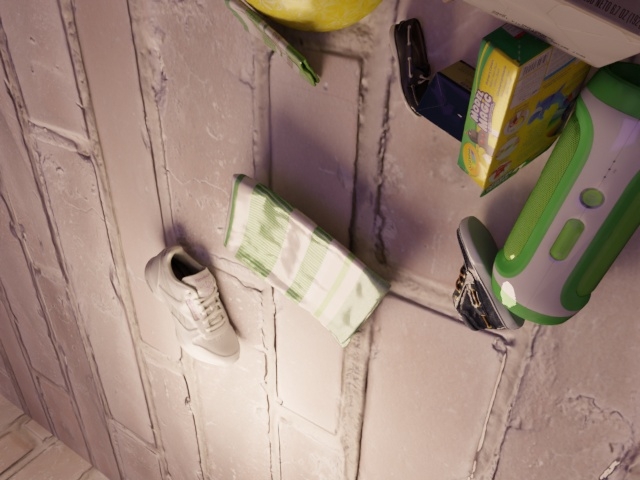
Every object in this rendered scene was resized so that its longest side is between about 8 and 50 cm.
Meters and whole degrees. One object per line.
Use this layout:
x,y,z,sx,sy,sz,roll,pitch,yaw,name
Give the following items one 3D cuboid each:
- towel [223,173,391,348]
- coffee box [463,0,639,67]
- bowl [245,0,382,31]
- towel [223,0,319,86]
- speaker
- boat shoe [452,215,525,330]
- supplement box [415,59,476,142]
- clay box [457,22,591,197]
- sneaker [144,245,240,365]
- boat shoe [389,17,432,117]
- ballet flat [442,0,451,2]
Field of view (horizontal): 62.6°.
-0.045,0.041,0.949,0.325,0.038,0.248,39,146,12,towel
0.220,-0.301,0.364,0.168,0.119,0.297,27,104,2,coffee box
-0.048,-0.399,0.644,0.289,0.156,0.289,19,126,28,bowl
-0.070,-0.288,0.764,0.152,0.113,0.023,44,99,8,towel
0.305,-0.042,0.607,0.131,0.131,0.296,30,130,20,speaker
0.223,0.056,0.770,0.083,0.065,0.183,-18,105,41,boat shoe
0.179,-0.172,0.655,0.083,0.083,0.056,39,133,12,supplement box
0.218,-0.146,0.565,0.053,0.127,0.222,51,168,25,clay box
-0.274,0.147,1.169,0.305,0.114,0.152,54,135,-2,sneaker
0.126,-0.226,0.693,0.038,0.046,0.125,-4,104,44,boat shoe
0.230,-0.354,0.498,0.106,0.107,0.316,36,134,5,ballet flat
